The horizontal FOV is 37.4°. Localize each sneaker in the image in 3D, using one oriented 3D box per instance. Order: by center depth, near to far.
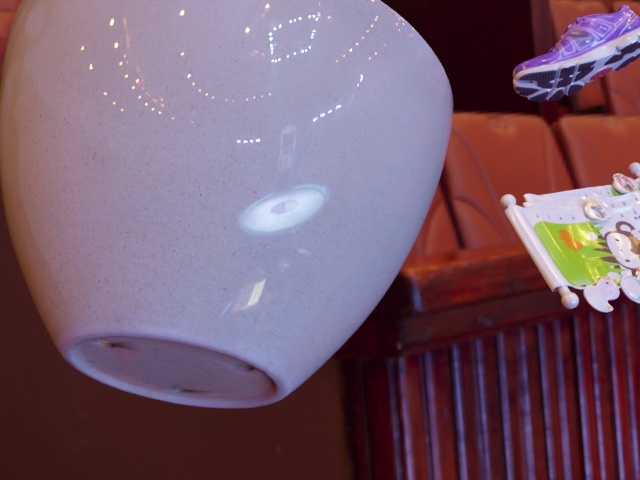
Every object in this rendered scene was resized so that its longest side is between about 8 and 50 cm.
[{"bbox_3d":[0.285,-0.211,1.055,0.170,0.071,0.068,-24,-23,-11],"label":"sneaker"}]

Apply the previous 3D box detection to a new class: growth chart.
[{"bbox_3d":[0.305,-0.005,0.999,0.237,0.172,0.021,-12,-38,-30],"label":"growth chart"}]

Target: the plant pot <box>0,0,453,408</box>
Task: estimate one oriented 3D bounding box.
[{"bbox_3d":[-0.070,-0.009,0.572,0.284,0.191,0.284,8,-25,4],"label":"plant pot"}]
